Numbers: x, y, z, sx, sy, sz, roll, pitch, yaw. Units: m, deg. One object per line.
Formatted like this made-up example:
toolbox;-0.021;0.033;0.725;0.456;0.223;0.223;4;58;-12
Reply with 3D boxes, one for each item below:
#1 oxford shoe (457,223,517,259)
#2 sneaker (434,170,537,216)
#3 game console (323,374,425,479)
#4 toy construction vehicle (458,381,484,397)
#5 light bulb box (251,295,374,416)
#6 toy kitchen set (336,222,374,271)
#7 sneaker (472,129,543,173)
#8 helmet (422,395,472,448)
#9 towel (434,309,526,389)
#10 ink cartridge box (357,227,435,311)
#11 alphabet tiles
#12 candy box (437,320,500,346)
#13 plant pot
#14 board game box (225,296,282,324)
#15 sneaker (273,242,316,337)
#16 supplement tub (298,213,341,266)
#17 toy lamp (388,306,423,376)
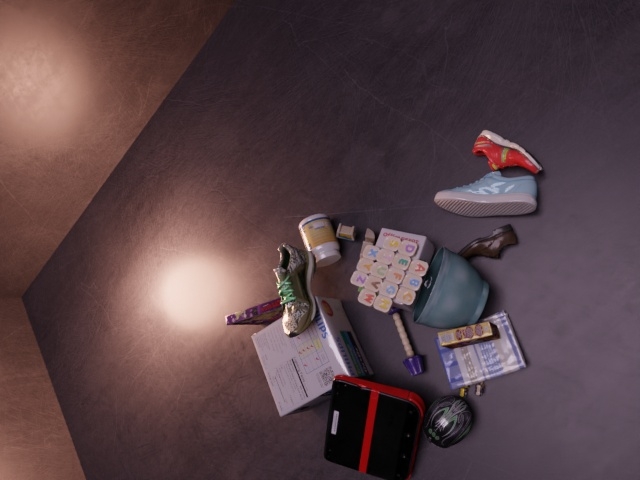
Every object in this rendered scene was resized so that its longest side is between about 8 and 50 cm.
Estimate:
oxford shoe;0.603;0.032;1.761;0.227;0.082;0.096;-30;72;25
sneaker;0.609;-0.178;1.783;0.365;0.135;0.150;5;65;30
game console;0.192;0.698;1.786;0.341;0.060;0.387;12;109;16
toy construction vehicle;0.547;0.520;1.742;0.085;0.035;0.098;1;79;42
light bulb box;-0.035;0.472;1.986;0.361;0.225;0.358;-34;66;21
toy kitchen set;0.130;0.056;2.017;0.165;0.122;0.207;12;65;10
sneaker;0.680;-0.298;1.769;0.279;0.107;0.118;43;109;40
helmet;0.453;0.633;1.709;0.169;0.169;0.162;43;121;29
towel;0.567;0.396;1.731;0.284;0.034;0.210;-28;59;25
ink cartridge box;0.296;0.109;1.872;0.201;0.117;0.278;13;75;36
alphabet tiles;0.251;0.122;1.805;0.277;0.021;0.284;20;79;37
candy box;0.520;0.334;1.694;0.186;0.109;0.053;-22;62;28
plant pot;0.473;0.191;1.719;0.196;0.293;0.293;21;93;6
board game box;-0.225;0.313;2.116;0.346;0.208;0.056;-23;73;35
sneaker;-0.127;0.181;1.889;0.158;0.182;0.411;-28;44;29
supplement tub;0.000;0.000;2.094;0.144;0.144;0.200;-29;67;24
toy lamp;0.326;0.384;1.869;0.080;0.080;0.275;-30;67;24
